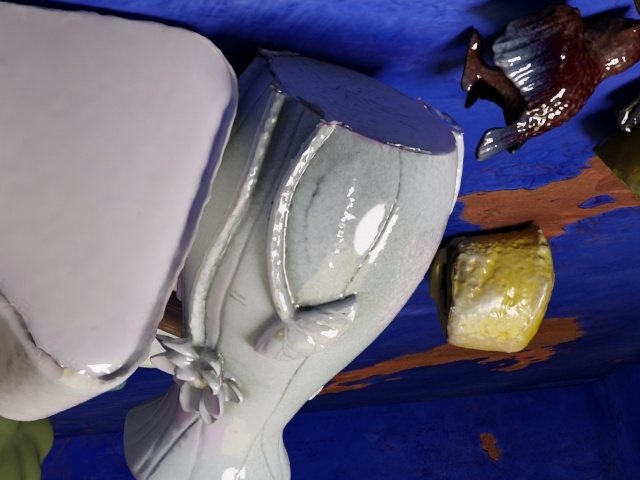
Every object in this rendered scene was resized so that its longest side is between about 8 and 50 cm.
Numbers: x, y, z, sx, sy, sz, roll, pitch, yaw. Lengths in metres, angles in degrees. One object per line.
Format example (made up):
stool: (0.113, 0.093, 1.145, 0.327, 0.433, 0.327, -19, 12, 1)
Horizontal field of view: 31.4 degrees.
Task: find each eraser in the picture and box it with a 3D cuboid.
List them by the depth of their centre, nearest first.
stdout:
eraser: (-0.219, -0.020, 0.876, 0.331, 0.331, 0.150, 2, 159, -37)

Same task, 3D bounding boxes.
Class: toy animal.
toy animal: (0.225, -0.145, 1.079, 0.179, 0.116, 0.218, -12, 157, 6)

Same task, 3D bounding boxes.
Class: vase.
vase: (-0.040, 0.057, 1.083, 0.250, 0.250, 0.445, 3, 122, -39)

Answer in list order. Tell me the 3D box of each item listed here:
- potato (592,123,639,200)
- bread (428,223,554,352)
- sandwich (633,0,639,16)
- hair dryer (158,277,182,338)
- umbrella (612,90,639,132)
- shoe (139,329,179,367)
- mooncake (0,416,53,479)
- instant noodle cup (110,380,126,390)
potato: (0.485, -0.110, 1.273, 0.280, 0.213, 0.330, -41, -172, 14)
bread: (0.263, 0.071, 1.727, 0.170, 0.197, 0.197, 2, 162, -7)
sandwich: (0.322, -0.245, 0.902, 0.159, 0.079, 0.235, -25, 165, 9)
hair dryer: (-0.183, 0.082, 1.354, 0.344, 0.107, 0.189, 19, -173, 40)
umbrella: (0.422, -0.183, 1.201, 0.250, 0.052, 0.053, -26, -168, 40)
shoe: (-0.322, 0.126, 1.614, 0.160, 0.132, 0.363, -24, 155, 36)
mooncake: (-0.443, 0.163, 1.291, 0.187, 0.351, 0.351, -19, 162, 13)
instant noodle cup: (-0.366, 0.180, 1.719, 0.157, 0.070, 0.179, -3, -165, -28)
